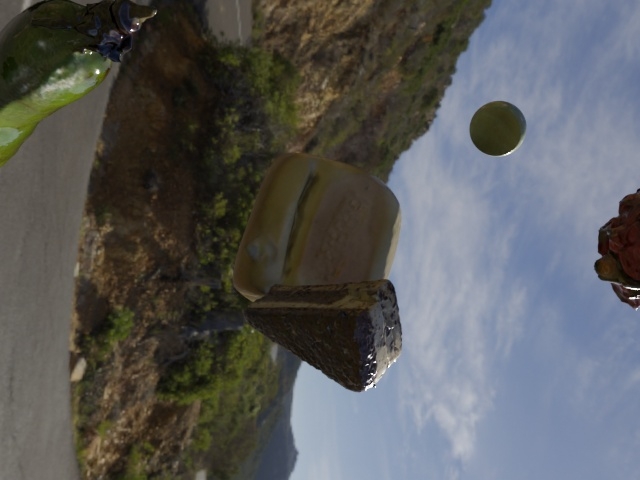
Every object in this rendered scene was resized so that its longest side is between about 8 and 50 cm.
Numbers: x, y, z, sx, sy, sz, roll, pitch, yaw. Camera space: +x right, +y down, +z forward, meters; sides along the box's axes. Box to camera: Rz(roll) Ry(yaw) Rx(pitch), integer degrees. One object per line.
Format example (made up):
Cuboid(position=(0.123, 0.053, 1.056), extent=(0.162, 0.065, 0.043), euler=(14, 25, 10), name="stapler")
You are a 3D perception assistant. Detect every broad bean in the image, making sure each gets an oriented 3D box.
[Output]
Cuboid(position=(-0.228, -0.100, 0.406), extent=(0.338, 0.061, 0.077), euler=(-20, -136, 37), name="broad bean")

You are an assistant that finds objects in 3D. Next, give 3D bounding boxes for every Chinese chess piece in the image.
Cuboid(position=(0.461, -0.290, 1.456), extent=(0.058, 0.144, 0.144), euler=(-44, 149, -50), name="Chinese chess piece")

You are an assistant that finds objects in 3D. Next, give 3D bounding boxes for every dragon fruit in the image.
Cuboid(position=(0.630, 0.013, 0.933), extent=(0.277, 0.342, 0.278), euler=(169, -90, -76), name="dragon fruit")

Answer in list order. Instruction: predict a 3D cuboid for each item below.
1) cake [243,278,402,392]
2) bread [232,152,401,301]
Cuboid(position=(0.003, 0.141, 0.839), extent=(0.112, 0.245, 0.135), euler=(-34, 110, -45), name="cake")
Cuboid(position=(0.000, 0.000, 1.276), extent=(0.253, 0.347, 0.377), euler=(151, -44, -73), name="bread")
